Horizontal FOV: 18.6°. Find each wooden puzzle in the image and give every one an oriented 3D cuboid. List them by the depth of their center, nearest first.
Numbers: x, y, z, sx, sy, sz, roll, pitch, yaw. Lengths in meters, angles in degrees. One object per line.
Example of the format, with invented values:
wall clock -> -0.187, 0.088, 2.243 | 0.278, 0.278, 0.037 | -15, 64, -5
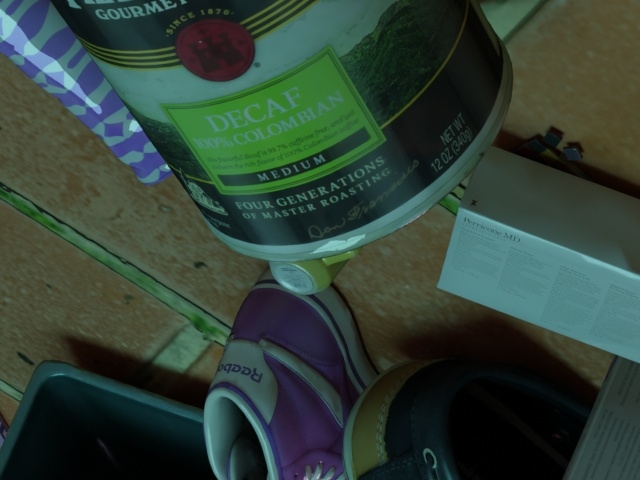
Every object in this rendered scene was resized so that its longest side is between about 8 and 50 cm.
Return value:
wooden puzzle -> 0.141, -0.043, 1.234 | 0.049, 0.006, 0.083 | 38, 147, -15

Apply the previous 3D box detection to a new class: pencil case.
pencil case -> -0.161, -0.123, 1.277 | 0.206, 0.086, 0.088 | 41, 134, -19

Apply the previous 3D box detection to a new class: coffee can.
coffee can -> -0.041, -0.152, 1.033 | 0.201, 0.201, 0.275 | 2, 140, 37

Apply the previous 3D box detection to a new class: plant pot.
plant pot -> -0.151, 0.286, 1.728 | 0.247, 0.248, 0.252 | 17, 163, 18

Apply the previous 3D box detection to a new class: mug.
mug -> -0.004, -0.001, 1.353 | 0.062, 0.064, 0.078 | 29, 148, 0

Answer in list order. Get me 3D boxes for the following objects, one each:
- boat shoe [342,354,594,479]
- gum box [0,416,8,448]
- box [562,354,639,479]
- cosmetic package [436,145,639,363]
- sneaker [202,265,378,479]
boat shoe -> 0.240, 0.254, 1.422 | 0.500, 0.187, 0.156 | 38, 154, -6
gum box -> -0.395, 0.179, 1.940 | 0.184, 0.041, 0.157 | 11, 144, 24
box -> 0.172, 0.200, 1.255 | 0.067, 0.324, 0.063 | 24, 145, 6
cosmetic package -> 0.199, 0.025, 1.225 | 0.239, 0.060, 0.099 | 21, 150, 6
sneaker -> -0.012, 0.165, 1.510 | 0.102, 0.161, 0.282 | 2, 141, 34
